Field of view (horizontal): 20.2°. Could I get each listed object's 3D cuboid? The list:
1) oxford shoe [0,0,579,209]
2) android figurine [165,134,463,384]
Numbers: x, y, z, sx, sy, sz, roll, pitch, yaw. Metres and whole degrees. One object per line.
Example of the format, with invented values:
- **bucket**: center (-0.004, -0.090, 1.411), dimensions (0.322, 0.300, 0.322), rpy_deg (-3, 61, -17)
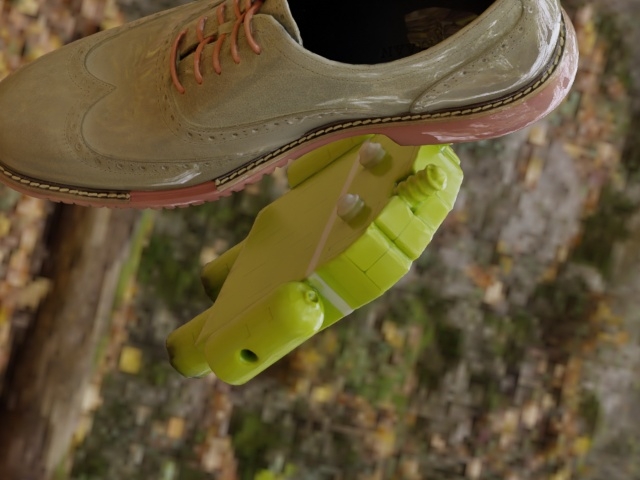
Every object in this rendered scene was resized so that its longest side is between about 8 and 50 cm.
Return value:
- **oxford shoe**: center (-0.043, -0.122, 1.132), dimensions (0.146, 0.397, 0.140), rpy_deg (56, 23, -64)
- **android figurine**: center (0.000, 0.000, 1.284), dimensions (0.273, 0.056, 0.248), rpy_deg (-34, -159, 38)
